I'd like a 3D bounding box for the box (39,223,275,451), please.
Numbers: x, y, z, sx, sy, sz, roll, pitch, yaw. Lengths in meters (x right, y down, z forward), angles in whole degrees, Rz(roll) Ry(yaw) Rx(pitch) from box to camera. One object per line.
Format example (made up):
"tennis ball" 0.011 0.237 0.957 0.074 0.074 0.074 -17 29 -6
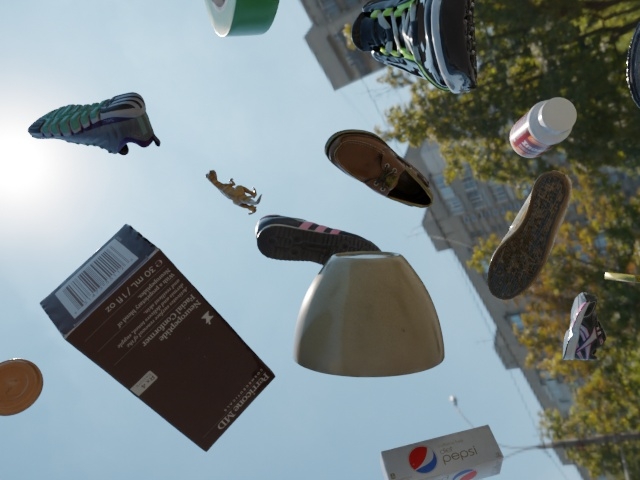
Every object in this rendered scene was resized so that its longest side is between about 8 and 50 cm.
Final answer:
"box" -0.261 0.176 1.045 0.191 0.143 0.381 -47 -47 -15

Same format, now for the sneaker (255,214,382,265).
"sneaker" 0.000 0.000 1.456 0.318 0.112 0.131 16 -160 -18

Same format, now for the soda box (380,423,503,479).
"soda box" 0.224 0.415 1.142 0.074 0.216 0.069 -108 8 -46

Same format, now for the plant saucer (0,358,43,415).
"plant saucer" -0.434 0.204 0.858 0.013 0.083 0.084 101 179 -54

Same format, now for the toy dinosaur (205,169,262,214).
"toy dinosaur" -0.176 -0.095 1.349 0.112 0.211 0.064 20 -85 -54

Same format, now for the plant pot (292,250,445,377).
"plant pot" 0.086 0.120 1.140 0.284 0.284 0.191 -10 -80 -59

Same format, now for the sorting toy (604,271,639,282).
"sorting toy" 0.420 0.066 0.582 0.132 0.274 0.046 5 -90 -38

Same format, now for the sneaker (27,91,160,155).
"sneaker" -0.379 -0.174 1.017 0.083 0.223 0.098 -71 -31 -48

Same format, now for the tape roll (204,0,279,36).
"tape roll" -0.145 -0.516 1.039 0.077 0.321 0.321 -10 -97 -19

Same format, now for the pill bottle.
"pill bottle" 0.428 -0.217 1.175 0.152 0.086 0.086 94 164 -82

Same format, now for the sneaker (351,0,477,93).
"sneaker" 0.074 -0.165 0.511 0.235 0.097 0.084 -71 -25 -71

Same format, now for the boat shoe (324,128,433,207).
"boat shoe" 0.149 -0.161 1.403 0.307 0.111 0.104 18 -155 -35

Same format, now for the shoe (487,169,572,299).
"shoe" 0.328 -0.005 0.945 0.058 0.076 0.219 -15 -48 -57

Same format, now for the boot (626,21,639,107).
"boot" 0.702 -0.398 1.126 0.118 0.222 0.338 -6 -73 -17

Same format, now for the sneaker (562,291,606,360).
"sneaker" 0.570 0.185 1.299 0.072 0.077 0.178 -64 -23 -46
